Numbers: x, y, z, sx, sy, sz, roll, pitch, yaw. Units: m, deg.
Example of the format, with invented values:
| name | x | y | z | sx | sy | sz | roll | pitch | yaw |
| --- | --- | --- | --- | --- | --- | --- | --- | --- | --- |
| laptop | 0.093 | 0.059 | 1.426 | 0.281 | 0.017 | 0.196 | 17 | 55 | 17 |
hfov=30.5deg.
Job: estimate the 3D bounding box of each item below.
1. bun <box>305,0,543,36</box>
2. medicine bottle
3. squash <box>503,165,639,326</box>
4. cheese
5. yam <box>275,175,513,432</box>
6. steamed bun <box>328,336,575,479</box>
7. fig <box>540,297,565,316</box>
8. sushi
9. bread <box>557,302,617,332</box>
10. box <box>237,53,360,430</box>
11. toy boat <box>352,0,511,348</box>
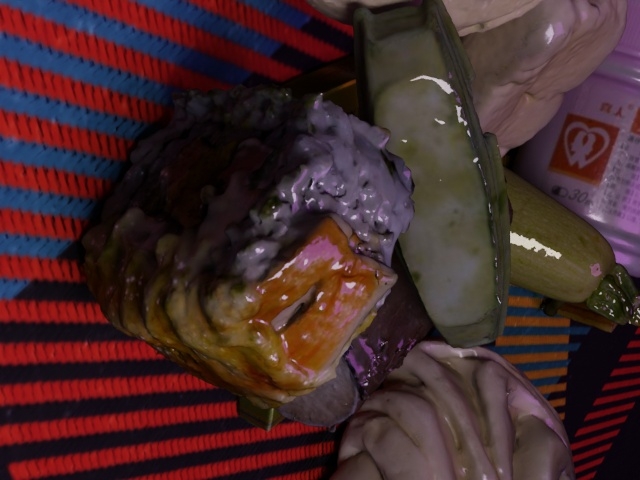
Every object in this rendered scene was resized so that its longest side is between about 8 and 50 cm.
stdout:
| name | x | y | z | sx | sy | sz | roll | pitch | yaw |
| --- | --- | --- | --- | --- | --- | --- | --- | --- | --- |
| bun | 0.106 | -0.310 | 0.825 | 0.349 | 0.227 | 0.353 | -49 | 145 | -31 |
| medicine bottle | 0.352 | -0.132 | 1.421 | 0.202 | 0.202 | 0.316 | 10 | 100 | -62 |
| squash | 0.230 | -0.001 | 1.272 | 0.137 | 0.287 | 0.137 | -155 | -90 | -86 |
| cheese | 0.161 | -0.147 | 1.081 | 0.159 | 0.093 | 0.263 | -14 | 153 | -45 |
| yam | 0.052 | 0.029 | 0.968 | 0.279 | 0.131 | 0.131 | -44 | 143 | -36 |
| steamed bun | 0.160 | 0.292 | 1.315 | 0.339 | 0.247 | 0.352 | -68 | 157 | 0 |
| fig | 0.342 | 0.037 | 1.640 | 0.151 | 0.151 | 0.259 | -41 | 164 | -43 |
| sushi | -0.055 | -0.003 | 0.772 | 0.139 | 0.274 | 0.184 | 40 | 72 | -35 |
| bread | 0.429 | 0.099 | 1.833 | 0.090 | 0.094 | 0.035 | -40 | 139 | -44 |
| box | 0.000 | 0.000 | 1.040 | 0.173 | 0.043 | 0.311 | -31 | 134 | -49 |
| toy boat | 0.088 | -0.029 | 0.840 | 0.055 | 0.093 | 0.293 | -89 | 164 | -59 |
